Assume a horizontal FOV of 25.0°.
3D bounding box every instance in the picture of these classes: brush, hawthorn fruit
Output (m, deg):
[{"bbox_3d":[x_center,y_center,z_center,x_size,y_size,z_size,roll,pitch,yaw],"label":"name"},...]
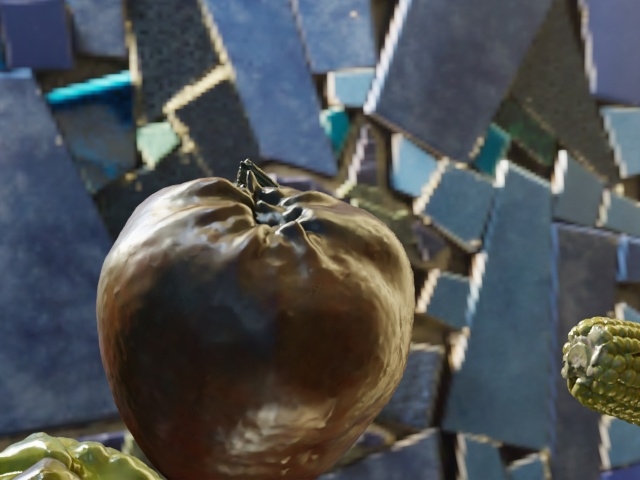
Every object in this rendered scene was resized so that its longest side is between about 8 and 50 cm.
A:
[{"bbox_3d":[0.000,0.000,1.071,0.170,0.014,0.043,38,142,21],"label":"brush"},{"bbox_3d":[-0.022,0.058,0.668,0.149,0.149,0.189,17,128,56],"label":"hawthorn fruit"}]

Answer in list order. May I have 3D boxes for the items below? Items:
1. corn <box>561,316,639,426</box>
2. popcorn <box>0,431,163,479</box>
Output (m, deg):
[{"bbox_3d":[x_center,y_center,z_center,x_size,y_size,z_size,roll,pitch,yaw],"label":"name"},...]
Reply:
[{"bbox_3d":[0.297,0.122,1.187,0.081,0.248,0.081,-29,52,46],"label":"corn"},{"bbox_3d":[-0.214,0.247,0.987,0.206,0.251,0.237,41,107,48],"label":"popcorn"}]
